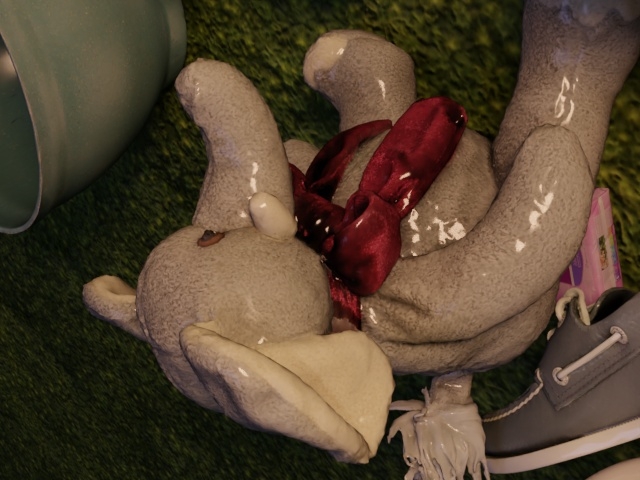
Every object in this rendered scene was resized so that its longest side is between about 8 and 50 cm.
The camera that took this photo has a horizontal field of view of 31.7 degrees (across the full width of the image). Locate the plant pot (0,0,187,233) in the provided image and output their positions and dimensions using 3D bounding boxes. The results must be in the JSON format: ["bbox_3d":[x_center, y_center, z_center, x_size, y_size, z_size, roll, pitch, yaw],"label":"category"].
[{"bbox_3d":[-0.241,-0.179,0.965,0.293,0.196,0.293,32,138,34],"label":"plant pot"}]

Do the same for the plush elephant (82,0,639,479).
[{"bbox_3d":[0.000,0.000,0.650,0.272,0.255,0.330,9,96,52],"label":"plush elephant"}]

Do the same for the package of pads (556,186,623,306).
[{"bbox_3d":[0.164,0.005,0.725,0.050,0.032,0.083,9,124,45],"label":"package of pads"}]

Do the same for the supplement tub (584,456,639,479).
[{"bbox_3d":[0.202,0.310,0.735,0.228,0.228,0.316,43,144,24],"label":"supplement tub"}]

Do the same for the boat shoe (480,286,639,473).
[{"bbox_3d":[0.194,0.064,0.677,0.319,0.116,0.099,-40,68,54],"label":"boat shoe"}]
